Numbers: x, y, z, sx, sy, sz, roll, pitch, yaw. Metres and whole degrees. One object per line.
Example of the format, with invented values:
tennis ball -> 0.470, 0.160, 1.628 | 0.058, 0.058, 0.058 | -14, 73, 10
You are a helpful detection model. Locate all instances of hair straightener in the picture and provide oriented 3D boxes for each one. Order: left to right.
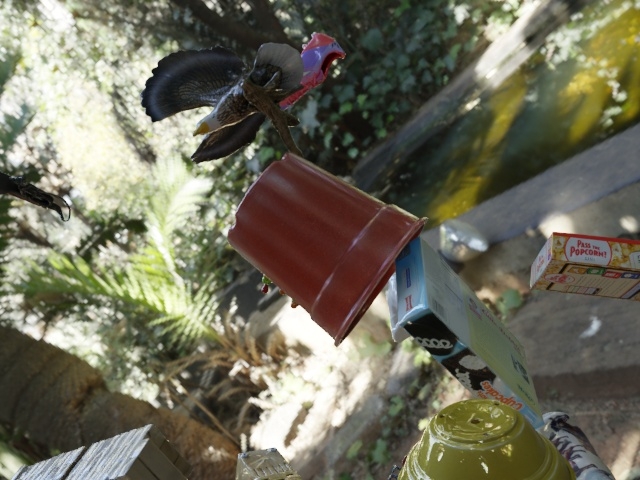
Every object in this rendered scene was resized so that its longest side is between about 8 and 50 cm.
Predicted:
hair straightener -> -0.582, -0.094, 1.312 | 0.089, 0.230, 0.047 | -3, 62, 47

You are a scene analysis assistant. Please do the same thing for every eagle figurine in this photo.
eagle figurine -> -0.184, -0.260, 1.321 | 0.225, 0.226, 0.298 | -7, 10, -39

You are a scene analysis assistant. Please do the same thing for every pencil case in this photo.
pencil case -> 0.499, 0.499, 1.222 | 0.160, 0.183, 0.410 | -34, 39, 3

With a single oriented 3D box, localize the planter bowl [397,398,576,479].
planter bowl -> 0.194, 0.256, 0.833 | 0.217, 0.090, 0.217 | -10, 14, 3

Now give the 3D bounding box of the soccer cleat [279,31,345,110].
soccer cleat -> -0.045, -0.390, 1.655 | 0.248, 0.095, 0.083 | -51, -17, 7

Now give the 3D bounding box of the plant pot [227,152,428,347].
plant pot -> 0.000, 0.000, 1.185 | 0.272, 0.265, 0.272 | -53, -9, -12

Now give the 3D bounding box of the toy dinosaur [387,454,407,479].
toy dinosaur -> 0.162, 0.451, 1.243 | 0.090, 0.082, 0.047 | -59, -5, 35

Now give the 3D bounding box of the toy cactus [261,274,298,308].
toy cactus -> -0.078, 0.104, 1.940 | 0.219, 0.180, 0.112 | 15, 16, 38

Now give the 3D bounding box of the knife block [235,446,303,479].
knife block -> -0.113, 0.560, 1.373 | 0.276, 0.088, 0.241 | 28, 116, 57

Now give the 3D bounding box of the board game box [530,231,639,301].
board game box -> 0.420, 0.043, 0.995 | 0.146, 0.194, 0.045 | 79, -161, -69

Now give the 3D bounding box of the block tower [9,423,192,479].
block tower -> -0.320, 0.345, 0.934 | 0.336, 0.097, 0.091 | -23, 21, 32

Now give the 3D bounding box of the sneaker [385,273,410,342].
sneaker -> 0.193, 0.159, 1.652 | 0.080, 0.094, 0.212 | -24, -41, -19

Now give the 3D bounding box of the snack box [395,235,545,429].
snack box -> 0.243, 0.158, 1.119 | 0.060, 0.322, 0.187 | -35, 26, 24
